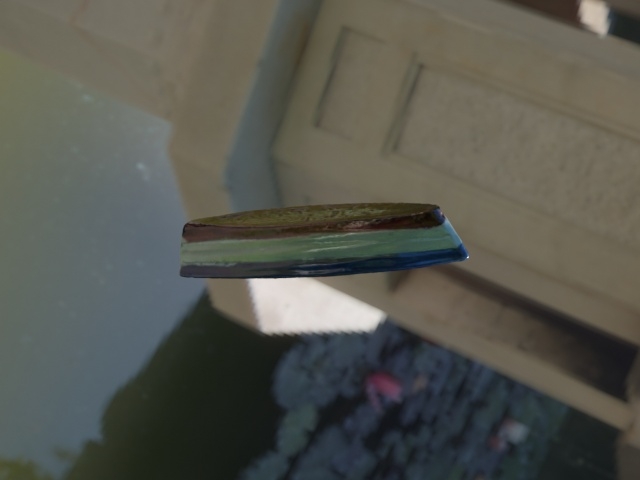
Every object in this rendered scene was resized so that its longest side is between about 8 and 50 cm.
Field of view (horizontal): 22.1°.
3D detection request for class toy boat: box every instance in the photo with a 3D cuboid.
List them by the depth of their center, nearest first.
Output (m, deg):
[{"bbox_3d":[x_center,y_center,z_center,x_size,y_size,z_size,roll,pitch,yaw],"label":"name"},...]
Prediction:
[{"bbox_3d":[0.000,0.000,1.262,0.080,0.228,0.046,-53,136,-60],"label":"toy boat"}]
